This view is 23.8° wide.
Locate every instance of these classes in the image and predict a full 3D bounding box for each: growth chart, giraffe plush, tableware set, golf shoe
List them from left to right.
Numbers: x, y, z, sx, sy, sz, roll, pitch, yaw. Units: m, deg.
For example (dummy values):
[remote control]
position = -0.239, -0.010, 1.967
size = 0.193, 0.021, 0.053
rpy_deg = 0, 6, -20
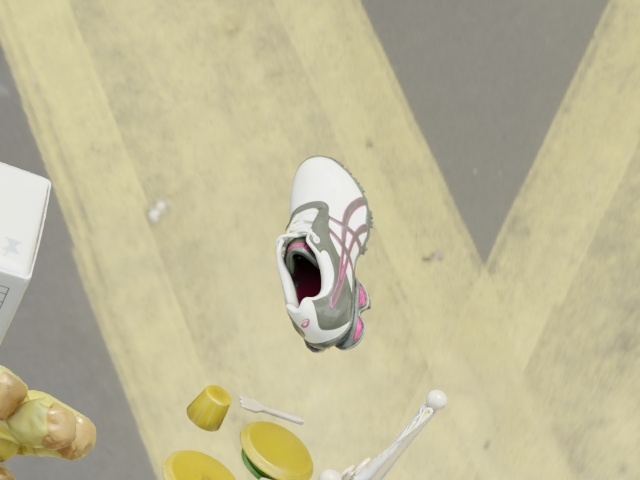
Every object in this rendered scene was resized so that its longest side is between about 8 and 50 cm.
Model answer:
[giraffe plush]
position = -0.385, 0.235, 1.747
size = 0.210, 0.181, 0.170
rpy_deg = 28, 81, 19
[tableware set]
position = -0.044, 0.136, 0.825
size = 0.104, 0.024, 0.154
rpy_deg = 22, 28, -25
[golf shoe]
position = 0.000, 0.000, 1.856
size = 0.105, 0.120, 0.273
rpy_deg = -18, 58, 21
[growth chart]
position = 0.013, 0.192, 1.113
size = 0.021, 0.237, 0.172
rpy_deg = 43, 116, 12

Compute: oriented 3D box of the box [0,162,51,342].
[box]
position = -0.354, 0.037, 1.378
size = 0.148, 0.232, 0.127
rpy_deg = 20, 43, -16
